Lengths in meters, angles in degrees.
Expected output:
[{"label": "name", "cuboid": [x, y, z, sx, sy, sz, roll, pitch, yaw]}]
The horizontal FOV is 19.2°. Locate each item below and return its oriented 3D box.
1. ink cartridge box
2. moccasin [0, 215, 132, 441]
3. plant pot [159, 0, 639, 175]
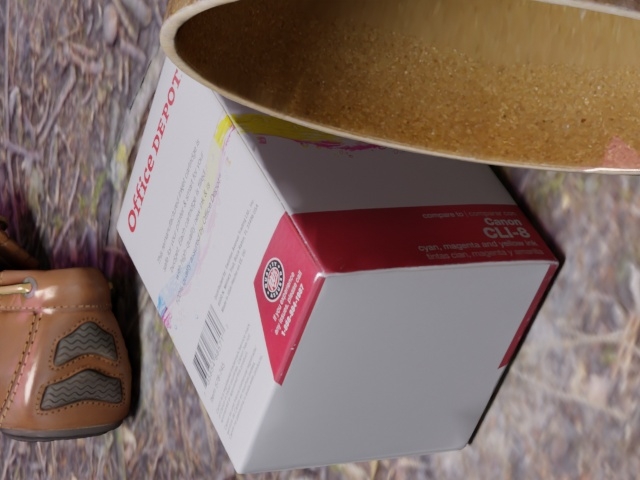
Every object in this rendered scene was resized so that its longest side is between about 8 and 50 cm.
[{"label": "ink cartridge box", "cuboid": [0.000, 0.000, 0.894, 0.176, 0.127, 0.128, 59, 140, 39]}, {"label": "moccasin", "cuboid": [-0.261, 0.036, 1.339, 0.380, 0.139, 0.147, 14, 103, 59]}, {"label": "plant pot", "cuboid": [0.081, -0.172, 0.682, 0.237, 0.237, 0.254, -8, 70, 60]}]
